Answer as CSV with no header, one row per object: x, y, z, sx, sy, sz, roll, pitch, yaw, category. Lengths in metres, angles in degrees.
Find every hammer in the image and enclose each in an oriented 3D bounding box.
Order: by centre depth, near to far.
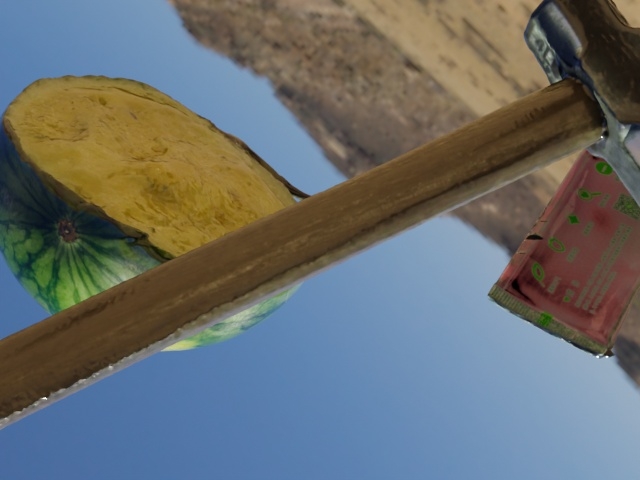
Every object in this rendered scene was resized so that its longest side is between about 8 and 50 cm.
0.000,0.000,0.587,0.111,0.365,0.043,59,165,20,hammer

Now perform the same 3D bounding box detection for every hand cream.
0.207,-0.021,0.945,0.079,0.275,0.050,8,129,30,hand cream

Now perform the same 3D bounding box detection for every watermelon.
-0.110,-0.007,0.829,0.204,0.127,0.232,30,-159,-3,watermelon
